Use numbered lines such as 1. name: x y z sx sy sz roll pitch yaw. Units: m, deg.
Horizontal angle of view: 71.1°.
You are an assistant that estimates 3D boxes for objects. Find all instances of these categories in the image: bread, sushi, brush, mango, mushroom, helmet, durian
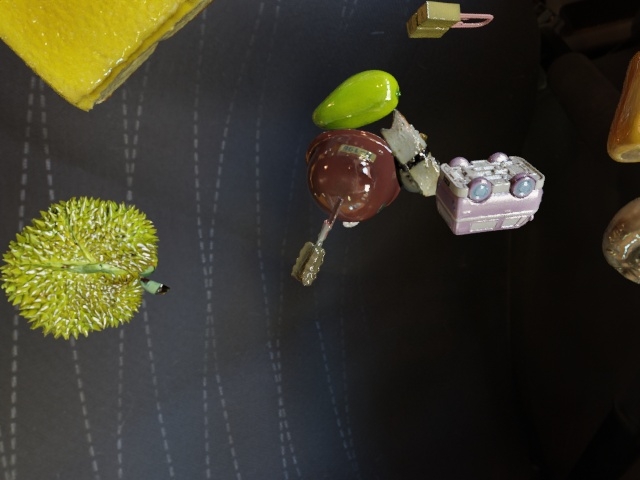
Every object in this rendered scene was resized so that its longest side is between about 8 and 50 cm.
1. bread: -0.358 -0.407 0.645 0.323 0.333 0.143 -29 29 18
2. sushi: 0.265 -0.236 1.268 0.134 0.273 0.109 -19 36 12
3. brush: 0.354 -0.578 1.184 0.103 0.233 0.047 173 90 -71
4. bread: 0.616 -0.266 0.853 0.092 0.074 0.239 -2 64 61
5. mango: 0.126 -0.517 1.680 0.343 0.156 0.192 -19 67 13
6. brush: 0.000 0.000 1.402 0.084 0.071 0.301 37 107 39
7. mushroom: 0.799 0.044 1.007 0.292 0.292 0.290 -4 45 40
8. helmet: 0.084 -0.201 1.601 0.385 0.230 0.338 24 134 7
9. durian: -0.277 0.020 0.536 0.146 0.198 0.159 17 116 5

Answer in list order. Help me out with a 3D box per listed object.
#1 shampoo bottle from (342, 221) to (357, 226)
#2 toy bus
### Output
1. shampoo bottle: 0.118 -0.090 1.808 0.072 0.099 0.043 -22 116 2
2. toy bus: 0.372 -0.104 0.997 0.142 0.202 0.142 -103 8 -57
